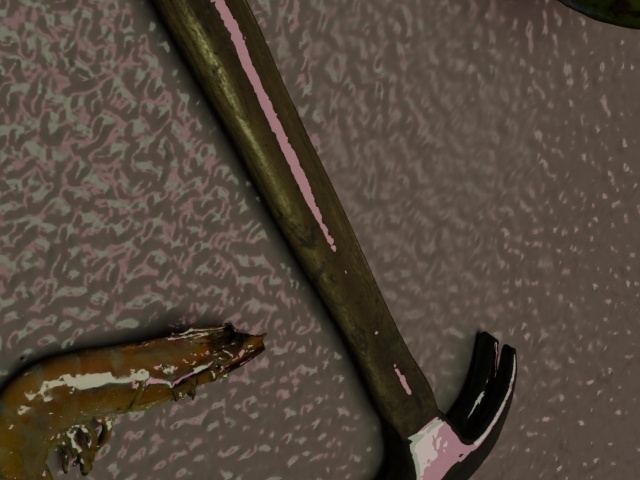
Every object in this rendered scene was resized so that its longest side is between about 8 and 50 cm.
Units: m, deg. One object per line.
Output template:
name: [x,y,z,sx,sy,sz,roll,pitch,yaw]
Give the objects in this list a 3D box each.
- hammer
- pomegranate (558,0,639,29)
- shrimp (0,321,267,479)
hammer: [0.000,0.000,0.857,0.168,0.044,0.440,-39,123,-18]
pomegranate: [0.204,-0.213,0.862,0.202,0.202,0.248,-58,157,-6]
shrimp: [-0.108,0.114,0.824,0.178,0.034,0.124,-13,114,-30]
